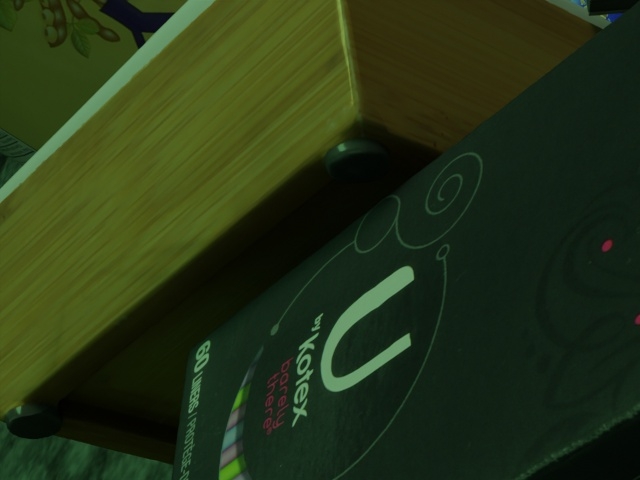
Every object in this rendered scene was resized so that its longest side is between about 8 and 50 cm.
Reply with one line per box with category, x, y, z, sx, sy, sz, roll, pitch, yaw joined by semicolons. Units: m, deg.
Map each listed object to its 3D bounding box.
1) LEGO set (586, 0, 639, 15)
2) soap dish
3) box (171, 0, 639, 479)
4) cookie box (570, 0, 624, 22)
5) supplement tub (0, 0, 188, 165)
LEGO set;0.195;-0.230;0.726;0.192;0.255;0.331;83;176;-59
soap dish;0.000;0.000;0.781;0.291;0.229;0.118;-38;47;36
box;0.079;0.066;0.623;0.270;0.143;0.165;-38;33;35
cookie box;0.143;-0.110;0.848;0.107;0.040;0.092;-43;27;29
supplement tub;-0.076;-0.130;0.928;0.241;0.331;0.241;-43;28;29
